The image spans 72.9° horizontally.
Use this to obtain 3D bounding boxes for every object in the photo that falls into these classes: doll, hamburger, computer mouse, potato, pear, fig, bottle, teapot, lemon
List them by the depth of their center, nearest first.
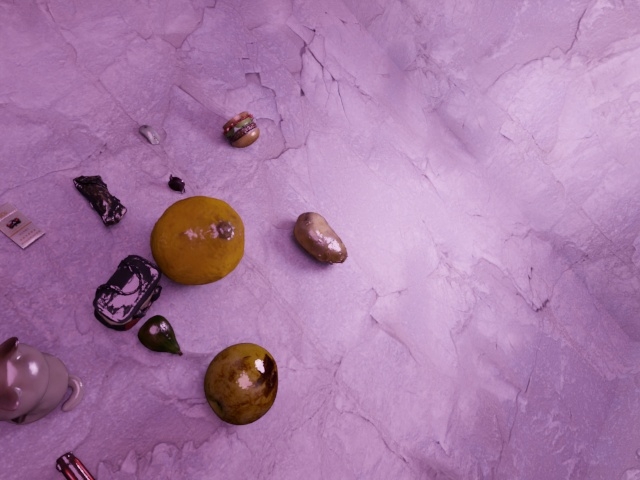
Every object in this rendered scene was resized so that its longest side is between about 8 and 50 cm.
[{"bbox_3d":[-0.873,0.416,1.259,0.225,0.370,0.215,-6,68,-9],"label":"doll"},{"bbox_3d":[-0.747,0.727,1.333,0.060,0.060,0.164,-39,88,-34],"label":"bottle"},{"bbox_3d":[-0.275,0.505,1.548,0.283,0.283,0.284,11,64,-22],"label":"pear"},{"bbox_3d":[-0.572,0.357,1.564,0.178,0.117,0.117,51,55,-18],"label":"fig"},{"bbox_3d":[-0.447,0.000,1.624,0.349,0.387,0.350,21,60,-40],"label":"lemon"},{"bbox_3d":[-0.603,-0.239,1.831,0.100,0.067,0.045,53,45,-41],"label":"teapot"},{"bbox_3d":[-0.738,-0.462,1.880,0.110,0.032,0.056,45,57,-2],"label":"computer mouse"},{"bbox_3d":[0.000,0.000,1.982,0.296,0.141,0.192,41,40,-4],"label":"potato"},{"bbox_3d":[-0.361,-0.507,2.019,0.175,0.175,0.137,-41,103,-34],"label":"hamburger"}]

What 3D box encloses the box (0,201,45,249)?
[{"bbox_3d":[-1.078,-0.052,1.533,0.167,0.024,0.090,42,57,-5],"label":"box"}]

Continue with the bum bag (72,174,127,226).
[{"bbox_3d":[-0.846,-0.163,1.672,0.248,0.069,0.102,52,32,5],"label":"bum bag"}]

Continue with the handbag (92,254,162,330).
[{"bbox_3d":[-0.675,0.190,1.532,0.181,0.181,0.255,34,58,-9],"label":"handbag"}]
